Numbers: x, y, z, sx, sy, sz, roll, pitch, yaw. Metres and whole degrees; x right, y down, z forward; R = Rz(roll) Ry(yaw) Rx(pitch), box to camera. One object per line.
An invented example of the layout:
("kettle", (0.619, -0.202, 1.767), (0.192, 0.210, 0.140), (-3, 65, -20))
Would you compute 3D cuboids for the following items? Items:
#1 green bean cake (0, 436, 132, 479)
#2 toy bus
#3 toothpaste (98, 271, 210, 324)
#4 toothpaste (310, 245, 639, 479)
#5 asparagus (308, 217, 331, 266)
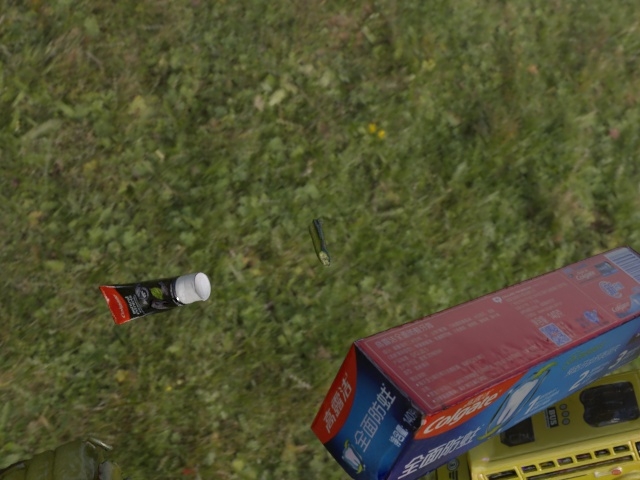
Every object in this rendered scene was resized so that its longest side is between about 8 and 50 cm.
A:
("green bean cake", (-0.392, 0.486, 1.381), (0.285, 0.310, 0.202), (57, 11, -31))
("toy bus", (0.305, 0.289, 1.261), (0.145, 0.331, 0.151), (-86, 153, -49))
("toothpaste", (-0.264, 0.090, 1.446), (0.045, 0.193, 0.071), (-48, 123, -59))
("toothpaste", (0.135, 0.074, 0.612), (0.320, 0.076, 0.066), (-12, 47, -44))
("asparagus", (0.000, 0.001, 1.469), (0.021, 0.025, 0.108), (18, 36, -29))
